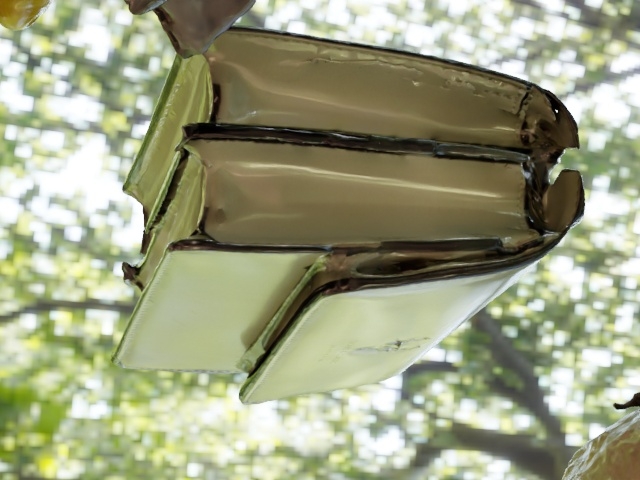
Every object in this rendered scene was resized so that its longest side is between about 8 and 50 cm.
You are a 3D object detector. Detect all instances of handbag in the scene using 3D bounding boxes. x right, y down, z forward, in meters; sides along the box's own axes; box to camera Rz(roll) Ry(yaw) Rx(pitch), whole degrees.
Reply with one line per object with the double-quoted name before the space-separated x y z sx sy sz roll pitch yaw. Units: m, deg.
"handbag" 0.000 0.000 1.220 0.358 0.237 0.160 129 -37 -71

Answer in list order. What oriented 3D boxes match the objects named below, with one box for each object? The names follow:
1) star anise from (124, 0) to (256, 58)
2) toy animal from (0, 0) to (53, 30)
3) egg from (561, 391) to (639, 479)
"star anise" -0.078 -0.248 0.917 0.332 0.118 0.331 -6 90 -85
"toy animal" -0.251 -0.132 1.062 0.165 0.149 0.248 2 -127 32
"egg" 0.304 0.257 1.514 0.310 0.279 0.279 -62 -139 43
